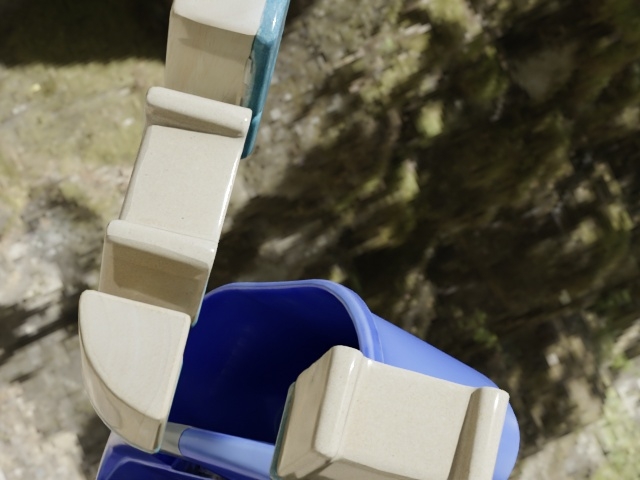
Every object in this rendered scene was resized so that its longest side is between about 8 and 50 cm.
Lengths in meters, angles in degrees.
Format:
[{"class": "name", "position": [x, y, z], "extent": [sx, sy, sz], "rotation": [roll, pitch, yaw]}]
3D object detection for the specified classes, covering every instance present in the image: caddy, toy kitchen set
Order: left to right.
[{"class": "caddy", "position": [-0.039, 0.151, 0.843], "extent": [0.179, 0.241, 0.341], "rotation": [28, -17, -26]}, {"class": "toy kitchen set", "position": [0.000, 0.000, 0.550], "extent": [0.122, 0.166, 0.207], "rotation": [115, -10, -69]}]
